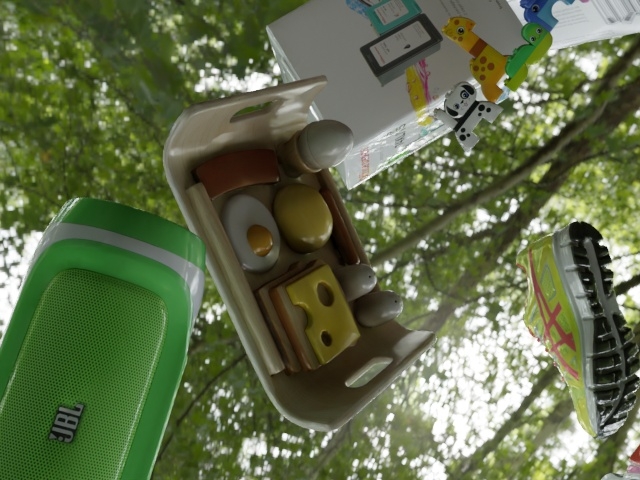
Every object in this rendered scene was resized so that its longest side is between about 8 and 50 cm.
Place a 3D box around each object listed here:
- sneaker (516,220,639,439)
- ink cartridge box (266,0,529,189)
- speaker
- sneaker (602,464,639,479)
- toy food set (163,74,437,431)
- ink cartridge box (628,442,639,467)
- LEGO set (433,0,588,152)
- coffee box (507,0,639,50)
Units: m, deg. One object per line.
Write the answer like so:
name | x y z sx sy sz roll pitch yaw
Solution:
sneaker | 0.248 0.090 0.780 0.081 0.094 0.209 -2 -100 -40
ink cartridge box | 0.098 -0.233 1.042 0.270 0.198 0.197 -30 -100 -1
speaker | -0.175 0.126 0.553 0.131 0.131 0.297 15 -105 1
sneaker | 0.456 0.384 1.158 0.071 0.178 0.077 11 -116 12
toy food set | 0.000 0.000 0.758 0.219 0.092 0.306 -28 -85 -53
ink cartridge box | 0.306 0.032 0.491 0.066 0.261 0.296 36 -94 -1
LEGO set | 0.182 -0.213 0.806 0.093 0.227 0.087 35 -165 -6
coffee box | 0.349 -0.516 1.132 0.337 0.338 0.335 -2 -113 41
